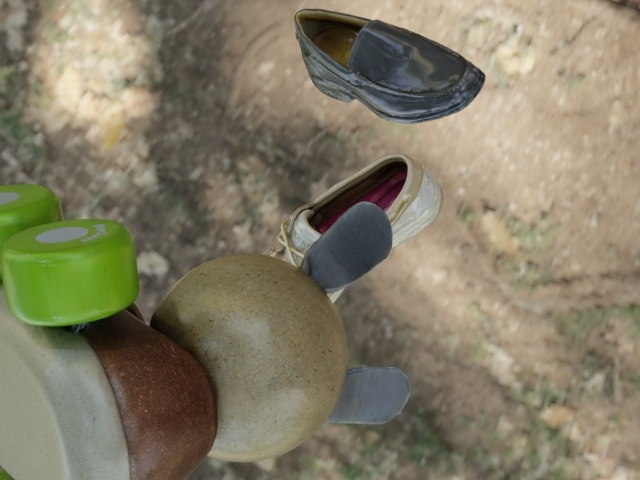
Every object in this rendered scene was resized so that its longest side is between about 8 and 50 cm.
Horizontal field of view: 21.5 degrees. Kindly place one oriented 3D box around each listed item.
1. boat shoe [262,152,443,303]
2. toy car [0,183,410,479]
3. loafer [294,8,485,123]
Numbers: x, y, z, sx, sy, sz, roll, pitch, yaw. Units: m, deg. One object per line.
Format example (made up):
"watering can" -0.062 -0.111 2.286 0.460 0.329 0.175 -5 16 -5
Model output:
"boat shoe" 0.000 0.000 1.095 0.170 0.063 0.059 -39 149 0
"toy car" -0.048 0.048 0.717 0.149 0.188 0.155 22 123 57
"loafer" 0.042 -0.126 1.190 0.170 0.062 0.061 15 152 45
